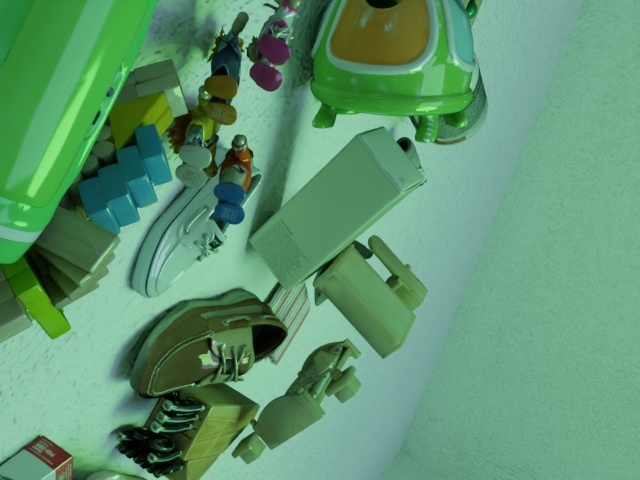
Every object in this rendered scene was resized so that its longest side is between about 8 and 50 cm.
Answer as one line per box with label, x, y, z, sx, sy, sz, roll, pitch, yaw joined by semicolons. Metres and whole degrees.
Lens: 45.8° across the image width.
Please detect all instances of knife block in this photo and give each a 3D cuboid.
knife block;-0.202;0.272;1.214;0.275;0.088;0.242;-42;152;-44

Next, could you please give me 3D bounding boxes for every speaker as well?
speaker;-0.226;-0.137;0.598;0.297;0.131;0.131;-63;160;1

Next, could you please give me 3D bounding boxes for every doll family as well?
doll family;-0.110;-0.159;0.843;0.163;0.118;0.263;-92;-160;-60

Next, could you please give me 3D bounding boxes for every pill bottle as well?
pill bottle;0.228;-0.297;1.446;0.161;0.161;0.283;-62;160;-2

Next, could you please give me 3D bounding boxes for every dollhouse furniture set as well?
dollhouse furniture set;-0.021;0.177;1.340;0.355;0.174;0.303;-39;-176;30

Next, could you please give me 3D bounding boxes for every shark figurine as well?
shark figurine;0.039;0.000;1.398;0.166;0.116;0.278;-54;153;-26

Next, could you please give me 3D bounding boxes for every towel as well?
towel;-0.071;0.146;1.470;0.144;0.029;0.197;-57;159;-23

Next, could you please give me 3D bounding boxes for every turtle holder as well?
turtle holder;0.127;-0.283;1.108;0.320;0.243;0.228;-17;117;-44

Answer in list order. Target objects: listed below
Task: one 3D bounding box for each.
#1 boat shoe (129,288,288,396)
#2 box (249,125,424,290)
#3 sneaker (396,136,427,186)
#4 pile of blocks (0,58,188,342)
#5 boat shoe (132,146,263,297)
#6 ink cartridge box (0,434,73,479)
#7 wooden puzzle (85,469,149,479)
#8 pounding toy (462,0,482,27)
boat shoe;-0.154;0.158;1.150;0.324;0.116;0.123;-25;138;-59
box;0.020;-0.046;1.166;0.275;0.113;0.094;-40;174;34
sneaker;0.107;-0.125;1.495;0.271;0.100;0.108;-34;116;-44
pile of blocks;-0.224;-0.012;0.723;0.362;0.148;0.113;-54;158;-25
boat shoe;-0.157;-0.017;0.983;0.226;0.075;0.083;-60;159;-7
ink cartridge box;-0.369;0.318;0.912;0.135;0.056;0.099;-36;147;-52
wooden puzzle;-0.345;0.490;1.078;0.322;0.080;0.348;-55;170;-19
pounding toy;0.235;-0.434;1.323;0.130;0.141;0.100;-19;133;-62
